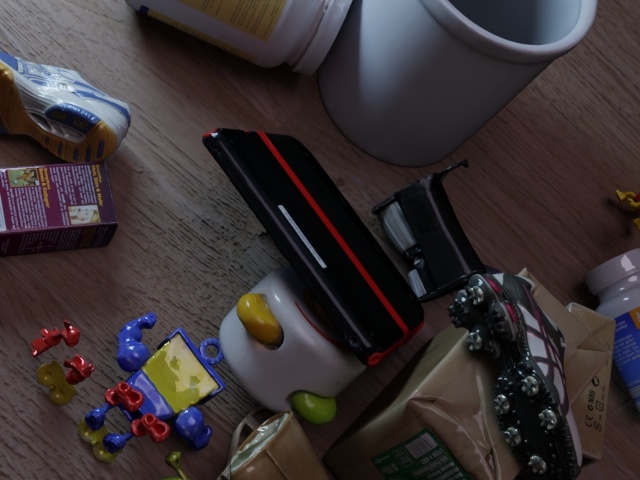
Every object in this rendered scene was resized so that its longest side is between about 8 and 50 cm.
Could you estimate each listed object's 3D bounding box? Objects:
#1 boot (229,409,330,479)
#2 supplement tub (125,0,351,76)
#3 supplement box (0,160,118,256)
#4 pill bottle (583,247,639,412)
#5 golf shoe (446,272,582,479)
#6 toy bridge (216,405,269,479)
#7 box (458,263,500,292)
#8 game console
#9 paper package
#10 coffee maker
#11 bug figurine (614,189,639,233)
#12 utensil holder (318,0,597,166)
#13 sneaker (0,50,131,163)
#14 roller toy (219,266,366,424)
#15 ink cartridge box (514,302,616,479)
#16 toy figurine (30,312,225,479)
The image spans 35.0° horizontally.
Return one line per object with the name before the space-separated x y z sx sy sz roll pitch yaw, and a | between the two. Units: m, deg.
boot | -0.041 0.393 1.294 0.269 0.089 0.236 59 37 -12
supplement tub | -0.127 -0.426 1.639 0.331 0.241 0.241 23 59 -14
supplement box | -0.392 -0.044 1.427 0.188 0.081 0.104 -6 68 -27
pill bottle | 0.559 0.157 1.723 0.152 0.152 0.272 -16 74 -30
golf shoe | 0.265 0.159 1.231 0.120 0.105 0.272 -9 69 -34
toy bridge | -0.087 0.276 1.433 0.063 0.026 0.188 44 51 3
box | 0.267 0.079 1.706 0.067 0.018 0.083 20 59 -14
game console | 0.000 0.000 1.481 0.386 0.060 0.342 53 18 8
paper package | 0.194 0.234 1.416 0.168 0.325 0.309 46 57 3
coffee maker | 0.190 -0.009 1.624 0.120 0.171 0.178 -15 74 -47
bug figurine | 0.630 0.009 1.817 0.072 0.216 0.279 -30 79 12
utensil holder | 0.202 -0.338 1.661 0.328 0.385 0.327 11 62 -20
sneaker | -0.423 -0.213 1.500 0.296 0.112 0.131 30 31 -3
roller toy | -0.033 0.137 1.424 0.209 0.146 0.191 42 20 -8
ink cartridge box | 0.358 0.241 1.564 0.088 0.193 0.234 23 58 -11
toy figurine | -0.183 0.210 1.345 0.362 0.191 0.217 51 52 4
